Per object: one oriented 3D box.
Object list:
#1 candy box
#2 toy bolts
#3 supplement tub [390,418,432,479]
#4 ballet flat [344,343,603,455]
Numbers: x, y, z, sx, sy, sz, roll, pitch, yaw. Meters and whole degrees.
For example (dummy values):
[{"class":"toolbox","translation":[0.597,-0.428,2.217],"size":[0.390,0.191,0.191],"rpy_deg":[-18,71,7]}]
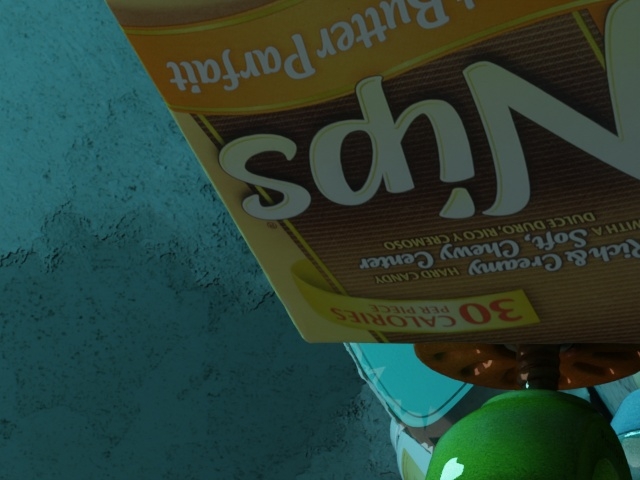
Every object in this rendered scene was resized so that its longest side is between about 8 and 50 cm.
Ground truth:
[{"class":"candy box","translation":[0.034,-0.087,0.546],"size":[0.316,0.183,0.087],"rpy_deg":[62,-145,-46]},{"class":"toy bolts","translation":[0.166,0.064,0.733],"size":[0.228,0.218,0.158],"rpy_deg":[49,-140,-54]},{"class":"supplement tub","translation":[0.158,0.216,1.614],"size":[0.144,0.144,0.199],"rpy_deg":[60,175,-32]},{"class":"ballet flat","translation":[0.142,0.128,1.342],"size":[0.409,0.147,0.147],"rpy_deg":[56,176,18]}]
